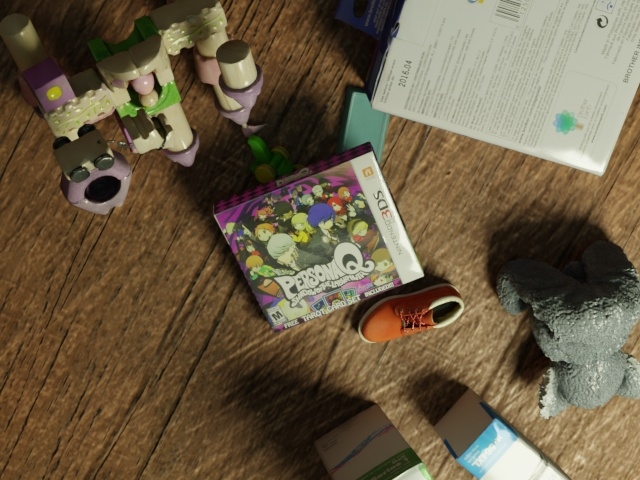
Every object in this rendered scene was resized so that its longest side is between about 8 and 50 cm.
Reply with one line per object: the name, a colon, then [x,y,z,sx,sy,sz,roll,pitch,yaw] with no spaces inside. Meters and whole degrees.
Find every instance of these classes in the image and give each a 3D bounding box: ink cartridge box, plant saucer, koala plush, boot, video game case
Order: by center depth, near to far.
ink cartridge box: [0.223,-0.278,1.508,0.395,0.151,0.270,15,108,-8]
ink cartridge box: [0.108,0.365,1.562,0.117,0.278,0.201,-33,102,-4]
video game case: [0.000,0.000,1.566,0.232,0.042,0.210,-21,117,6]
plant saucer: [0.054,-0.116,1.607,0.067,0.018,0.192,10,99,-8]
koala plush: [0.370,0.145,1.613,0.196,0.203,0.221,-12,112,-4]
boot: [0.129,0.107,1.620,0.158,0.084,0.059,-23,103,-1]
ink cartridge box: [0.275,0.323,1.639,0.203,0.148,0.086,42,92,-11]

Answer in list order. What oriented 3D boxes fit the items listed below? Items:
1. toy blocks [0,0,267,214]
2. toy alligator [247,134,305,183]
toy blocks: [-0.211,-0.158,1.456,0.288,0.309,0.260,-27,144,-9]
toy alligator: [-0.041,-0.069,1.589,0.189,0.056,0.051,44,137,-14]
